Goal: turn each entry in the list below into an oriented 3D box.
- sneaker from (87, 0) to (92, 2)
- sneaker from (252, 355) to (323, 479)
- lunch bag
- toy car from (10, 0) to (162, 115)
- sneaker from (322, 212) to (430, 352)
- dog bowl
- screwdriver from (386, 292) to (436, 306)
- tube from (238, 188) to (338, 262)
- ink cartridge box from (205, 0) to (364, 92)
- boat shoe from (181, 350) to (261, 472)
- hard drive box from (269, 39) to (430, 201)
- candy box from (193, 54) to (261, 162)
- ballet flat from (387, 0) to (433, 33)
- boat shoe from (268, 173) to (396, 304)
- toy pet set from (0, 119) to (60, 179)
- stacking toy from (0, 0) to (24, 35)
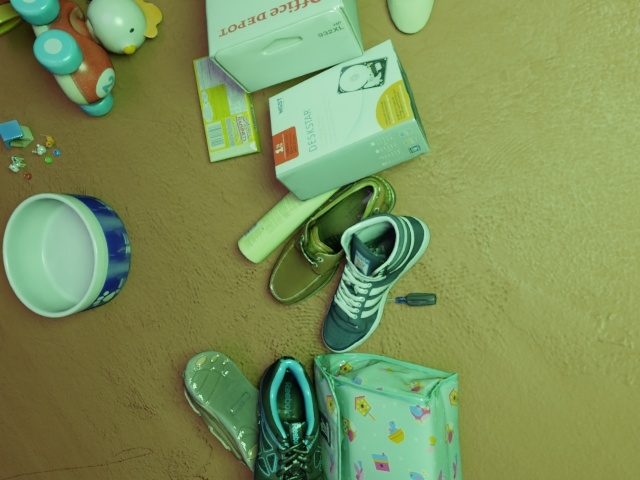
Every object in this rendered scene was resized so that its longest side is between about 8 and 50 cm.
[{"bbox_3d":[-0.460,-0.528,1.000,0.098,0.038,0.069,2,96,29],"label":"sneaker"},{"bbox_3d":[-0.057,0.367,0.798,0.125,0.139,0.340,-4,66,-12],"label":"sneaker"},{"bbox_3d":[0.092,0.320,0.802,0.263,0.160,0.223,2,99,37],"label":"lunch bag"},{"bbox_3d":[-0.423,-0.401,0.937,0.238,0.219,0.210,-26,85,-9],"label":"toy car"},{"bbox_3d":[0.065,0.072,0.784,0.099,0.153,0.282,38,103,25],"label":"sneaker"},{"bbox_3d":[-0.555,0.029,1.035,0.265,0.104,0.264,1,94,19],"label":"dog bowl"},{"bbox_3d":[0.124,0.107,0.851,0.170,0.025,0.024,-4,93,28],"label":"screwdriver"},{"bbox_3d":[-0.052,-0.053,0.874,0.240,0.062,0.070,-43,83,17],"label":"tube"},{"bbox_3d":[-0.066,-0.433,0.780,0.223,0.129,0.307,-12,74,19],"label":"ink cartridge box"},{"bbox_3d":[-0.150,0.354,0.923,0.324,0.123,0.116,53,142,0],"label":"boat shoe"},{"bbox_3d":[0.040,-0.193,0.781,0.232,0.089,0.181,-21,58,19],"label":"hard drive box"},{"bbox_3d":[-0.184,-0.264,0.924,0.105,0.027,0.205,-9,91,17],"label":"candy box"},{"bbox_3d":[0.144,-0.474,0.766,0.086,0.086,0.248,2,95,19],"label":"ballet flat"},{"bbox_3d":[0.000,0.000,0.837,0.111,0.104,0.307,43,106,12],"label":"boat shoe"},{"bbox_3d":[-0.685,-0.217,1.083,0.122,0.065,0.114,-31,84,18],"label":"toy pet set"},{"bbox_3d":[-0.657,-0.521,0.933,0.309,0.279,0.130,-24,116,16],"label":"stacking toy"}]
